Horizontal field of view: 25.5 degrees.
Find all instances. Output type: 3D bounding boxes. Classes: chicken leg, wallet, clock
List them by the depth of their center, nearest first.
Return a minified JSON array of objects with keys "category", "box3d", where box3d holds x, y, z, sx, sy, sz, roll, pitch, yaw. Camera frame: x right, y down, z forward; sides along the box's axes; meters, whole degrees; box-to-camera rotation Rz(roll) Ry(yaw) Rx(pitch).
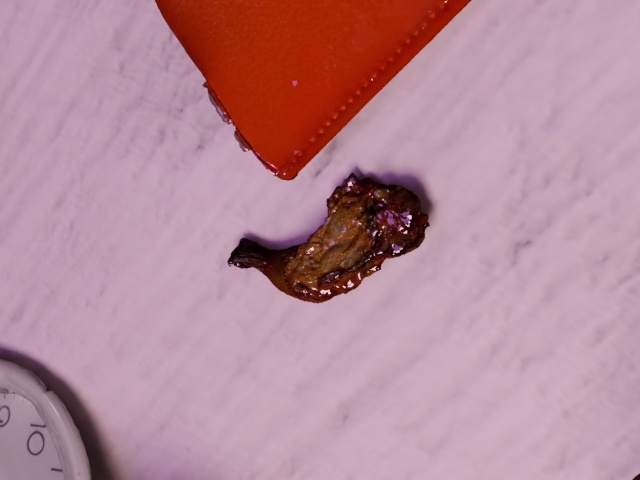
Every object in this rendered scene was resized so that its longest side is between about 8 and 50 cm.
[{"category":"wallet","box3d":[0.005,-0.143,0.705,0.204,0.045,0.142,-43,74,39]},{"category":"chicken leg","box3d":[0.001,0.005,0.765,0.145,0.037,0.062,-28,64,41]},{"category":"clock","box3d":[-0.233,0.200,0.987,0.236,0.053,0.236,-9,74,32]}]

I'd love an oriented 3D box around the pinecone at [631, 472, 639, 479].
[{"category":"pinecone","box3d":[0.192,0.181,0.561,0.202,0.201,0.229,-15,69,28]}]
